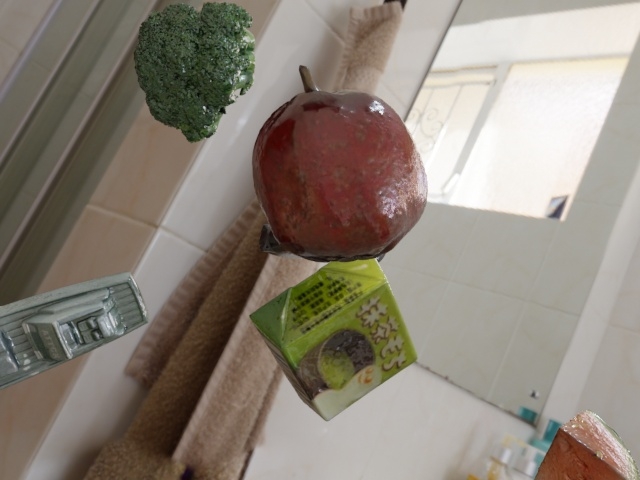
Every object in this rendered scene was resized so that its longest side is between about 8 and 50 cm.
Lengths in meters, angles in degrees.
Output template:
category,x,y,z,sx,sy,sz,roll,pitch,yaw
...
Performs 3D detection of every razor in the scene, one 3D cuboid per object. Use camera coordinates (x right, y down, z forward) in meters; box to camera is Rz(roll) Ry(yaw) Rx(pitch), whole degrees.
category,x,y,z,sx,sy,sz,roll,pitch,yaw
razor,0.001,-0.002,1.517,0.204,0.113,0.349,6,-2,-38

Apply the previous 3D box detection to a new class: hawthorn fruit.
category,x,y,z,sx,sy,sz,roll,pitch,yaw
hawthorn fruit,0.019,-0.094,0.727,0.215,0.249,0.215,-15,3,1

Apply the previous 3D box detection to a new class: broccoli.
category,x,y,z,sx,sy,sz,roll,pitch,yaw
broccoli,-0.231,-0.329,1.139,0.294,0.245,0.265,-20,-89,60

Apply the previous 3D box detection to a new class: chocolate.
category,x,y,z,sx,sy,sz,roll,pitch,yaw
chocolate,0.046,0.205,1.249,0.137,0.289,0.301,45,-15,51

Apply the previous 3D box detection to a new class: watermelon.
category,x,y,z,sx,sy,sz,roll,pitch,yaw
watermelon,0.314,0.253,0.690,0.094,0.125,0.135,54,-15,-12

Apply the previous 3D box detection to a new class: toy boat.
category,x,y,z,sx,sy,sz,roll,pitch,yaw
toy boat,-0.296,0.101,0.556,0.085,0.261,0.078,-149,-139,-66
